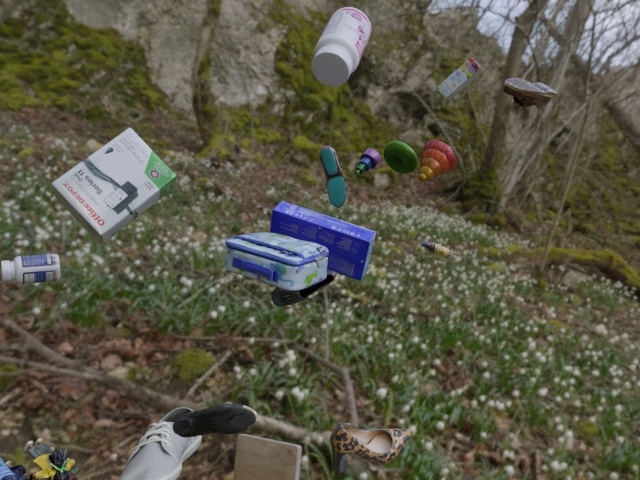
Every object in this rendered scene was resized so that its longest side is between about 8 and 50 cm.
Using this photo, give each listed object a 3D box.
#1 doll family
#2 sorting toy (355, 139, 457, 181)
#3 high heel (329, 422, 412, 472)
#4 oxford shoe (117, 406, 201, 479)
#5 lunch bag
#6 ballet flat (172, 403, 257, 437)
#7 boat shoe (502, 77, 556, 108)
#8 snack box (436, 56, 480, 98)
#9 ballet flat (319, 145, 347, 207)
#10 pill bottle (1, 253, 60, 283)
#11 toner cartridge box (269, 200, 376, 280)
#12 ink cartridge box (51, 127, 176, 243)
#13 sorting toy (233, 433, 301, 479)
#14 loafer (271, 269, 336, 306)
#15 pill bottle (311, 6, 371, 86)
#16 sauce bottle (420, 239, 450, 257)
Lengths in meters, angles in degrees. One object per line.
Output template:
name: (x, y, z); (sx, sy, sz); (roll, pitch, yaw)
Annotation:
doll family: (-0.486, 0.393, 0.947); (0.111, 0.076, 0.193); (31, 15, 28)
sorting toy: (0.253, -0.239, 1.827); (0.366, 0.126, 0.127); (8, -43, 44)
high heel: (0.152, 0.554, 1.599); (0.093, 0.261, 0.186); (-127, -153, -49)
oxford shoe: (-0.443, 0.570, 1.529); (0.169, 0.129, 0.449); (-11, 1, 6)
lunch bag: (-0.102, 0.043, 1.292); (0.219, 0.090, 0.176); (15, 16, 29)
ballet flat: (-0.199, 0.339, 1.072); (0.173, 0.057, 0.049); (-11, -7, 14)
boat shoe: (0.508, -0.355, 1.382); (0.178, 0.060, 0.064); (-3, 43, -36)
snack box: (0.320, -0.370, 1.306); (0.037, 0.100, 0.141); (49, 17, 2)
ballet flat: (0.051, -0.226, 1.990); (0.079, 0.077, 0.221); (-24, 99, -76)
pill bottle: (-0.679, 0.068, 1.321); (0.120, 0.067, 0.067); (-4, 4, -31)
toner cartridge box: (0.000, 0.000, 1.905); (0.348, 0.075, 0.165); (19, -55, 13)
ink cartridge box: (-0.443, -0.117, 1.217); (0.153, 0.208, 0.087); (47, -22, -3)
sorting toy: (-0.172, 0.817, 1.942); (0.257, 0.255, 0.089); (-1, -12, 31)
loafer: (-0.063, 0.166, 2.038); (0.096, 0.268, 0.084); (57, 8, -19)
pill bottle: (0.072, -0.676, 1.971); (0.161, 0.283, 0.160); (13, -37, 10)
sauce bottle: (0.446, 0.031, 2.192); (0.128, 0.042, 0.042); (20, -11, -21)
